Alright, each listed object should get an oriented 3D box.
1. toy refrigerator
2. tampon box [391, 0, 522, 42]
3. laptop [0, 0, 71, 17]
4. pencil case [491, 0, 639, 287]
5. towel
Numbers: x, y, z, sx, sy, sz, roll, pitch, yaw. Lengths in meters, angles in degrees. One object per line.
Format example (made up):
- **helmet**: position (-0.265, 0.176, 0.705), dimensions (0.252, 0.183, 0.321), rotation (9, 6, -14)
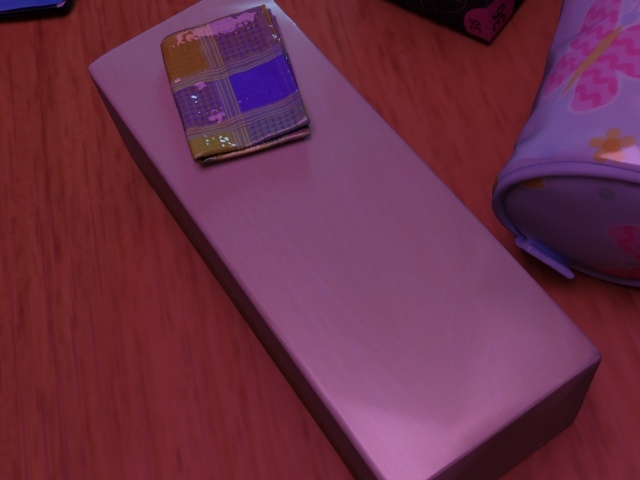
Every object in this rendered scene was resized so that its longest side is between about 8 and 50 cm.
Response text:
- **toy refrigerator**: position (0.000, 0.000, 0.430), dimensions (0.102, 0.094, 0.269), rotation (-33, 62, -12)
- **tampon box**: position (0.094, -0.221, 0.495), dimensions (0.101, 0.120, 0.161), rotation (30, 75, 25)
- **laptop**: position (-0.361, -0.381, 0.628), dimensions (0.381, 0.408, 0.236), rotation (-2, 31, 12)
- **pencil case**: position (0.170, -0.114, 0.427), dimensions (0.124, 0.113, 0.273), rotation (-6, 57, 51)
- **towel**: position (-0.042, -0.076, 0.418), dimensions (0.060, 0.009, 0.083), rotation (-16, 59, -3)
